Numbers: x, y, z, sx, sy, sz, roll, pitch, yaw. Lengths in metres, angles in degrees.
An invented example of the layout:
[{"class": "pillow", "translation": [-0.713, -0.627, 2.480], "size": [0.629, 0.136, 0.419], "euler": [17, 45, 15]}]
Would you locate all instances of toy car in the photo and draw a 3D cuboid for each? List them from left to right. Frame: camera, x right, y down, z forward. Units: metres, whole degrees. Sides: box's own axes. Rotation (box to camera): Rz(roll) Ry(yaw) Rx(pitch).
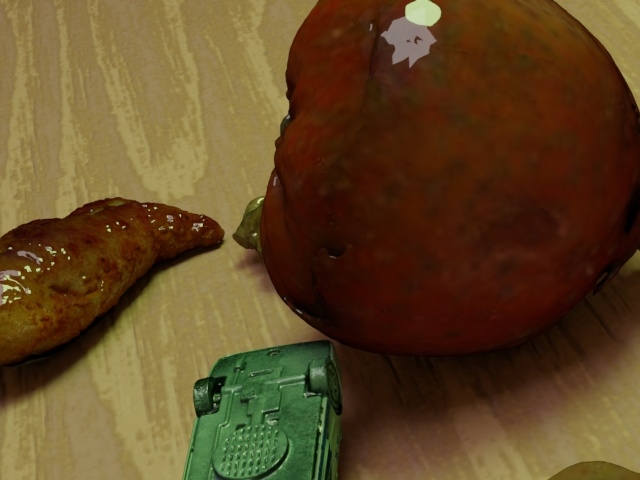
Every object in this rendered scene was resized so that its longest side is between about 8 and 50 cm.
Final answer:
[{"class": "toy car", "translation": [-0.034, 0.147, 1.000], "size": [0.090, 0.076, 0.224], "euler": [-10, 33, 12]}]

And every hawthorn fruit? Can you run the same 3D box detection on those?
[{"class": "hawthorn fruit", "translation": [0.111, -0.046, 1.114], "size": [0.307, 0.276, 0.276], "euler": [14, 23, -14]}]

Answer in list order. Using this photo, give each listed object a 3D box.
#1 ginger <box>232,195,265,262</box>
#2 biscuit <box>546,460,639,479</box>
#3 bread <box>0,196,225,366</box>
[{"class": "ginger", "translation": [0.000, 0.000, 1.287], "size": [0.176, 0.053, 0.193], "euler": [-4, 31, 35]}, {"class": "biscuit", "translation": [0.165, 0.214, 0.632], "size": [0.275, 0.052, 0.355], "euler": [-56, 34, -3]}, {"class": "bread", "translation": [-0.208, 0.019, 1.332], "size": [0.139, 0.095, 0.269], "euler": [13, 36, 35]}]
